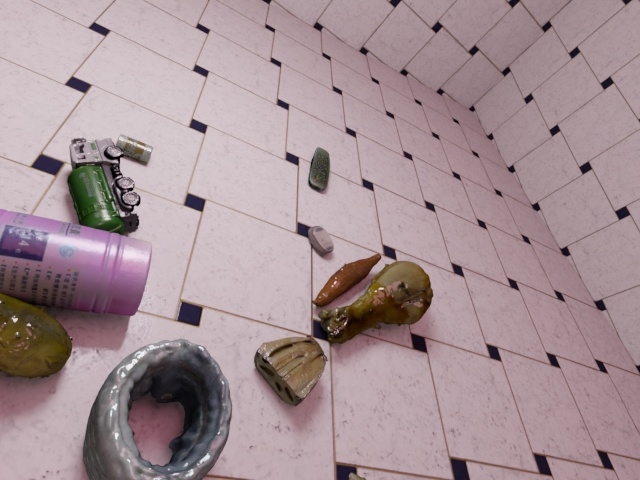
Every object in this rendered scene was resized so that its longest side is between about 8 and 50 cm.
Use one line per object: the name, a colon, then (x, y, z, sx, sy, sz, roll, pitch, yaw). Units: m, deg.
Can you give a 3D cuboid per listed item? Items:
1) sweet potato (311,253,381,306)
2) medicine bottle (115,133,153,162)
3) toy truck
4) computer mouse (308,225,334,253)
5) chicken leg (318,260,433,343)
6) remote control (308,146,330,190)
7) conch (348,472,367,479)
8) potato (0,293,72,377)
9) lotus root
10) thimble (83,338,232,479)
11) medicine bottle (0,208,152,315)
sweet potato: (0.068, 0.105, 1.173, 0.072, 0.066, 0.314, 45, 41, 18)
medicine bottle: (-0.480, -0.237, 1.075, 0.083, 0.047, 0.047, 21, 43, -23)
toy truck: (-0.480, -0.109, 0.916, 0.124, 0.101, 0.243, -14, 64, -32)
computer mouse: (-0.002, 0.001, 1.237, 0.066, 0.039, 0.096, -18, 73, -46)
chicken leg: (0.156, 0.167, 1.135, 0.429, 0.153, 0.201, -19, 62, -38)
remote control: (-0.003, -0.256, 1.478, 0.072, 0.042, 0.222, 25, 42, -17)
conch: (0.115, 0.540, 0.761, 0.137, 0.114, 0.234, -10, 65, -28)
potato: (-0.490, 0.137, 0.635, 0.225, 0.090, 0.117, 44, 4, -35)
lotus root: (-0.056, 0.275, 0.907, 0.144, 0.070, 0.143, -19, 60, -42)
thimble: (-0.254, 0.281, 0.662, 0.204, 0.172, 0.250, 19, 45, -21)
medicine bottle: (-0.450, 0.046, 0.745, 0.253, 0.152, 0.152, 14, 45, -28)
